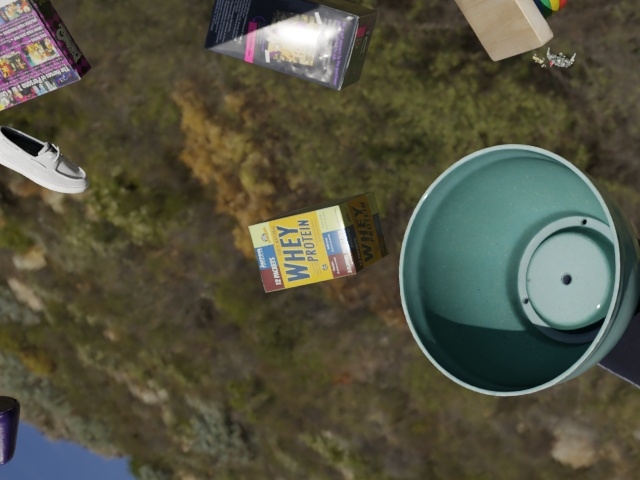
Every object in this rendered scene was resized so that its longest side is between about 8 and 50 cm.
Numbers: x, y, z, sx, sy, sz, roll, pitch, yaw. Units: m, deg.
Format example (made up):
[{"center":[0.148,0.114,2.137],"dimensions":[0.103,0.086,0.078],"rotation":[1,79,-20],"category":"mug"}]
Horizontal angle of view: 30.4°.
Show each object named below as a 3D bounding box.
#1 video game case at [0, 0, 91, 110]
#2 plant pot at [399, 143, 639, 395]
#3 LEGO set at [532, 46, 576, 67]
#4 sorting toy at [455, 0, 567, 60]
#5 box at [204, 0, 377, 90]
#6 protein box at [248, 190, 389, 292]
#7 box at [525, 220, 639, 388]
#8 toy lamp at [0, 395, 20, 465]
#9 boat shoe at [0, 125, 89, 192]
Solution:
[{"center":[-0.451,-0.277,1.573],"dimensions":[0.210,0.232,0.042],"rotation":[60,-147,-23],"category":"video game case"},{"center":[0.270,0.042,1.446],"dimensions":[0.196,0.293,0.293],"rotation":[8,-133,-52],"category":"plant pot"},{"center":[0.389,-0.296,1.959],"dimensions":[0.054,0.023,0.083],"rotation":[26,164,-16],"category":"LEGO set"},{"center":[0.279,-0.426,1.868],"dimensions":[0.255,0.089,0.257],"rotation":[57,174,-8],"category":"sorting toy"},{"center":[-0.052,-0.389,2.165],"dimensions":[0.270,0.143,0.165],"rotation":[19,-161,9],"category":"box"},{"center":[0.000,0.000,2.321],"dimensions":[0.201,0.199,0.136],"rotation":[-25,-78,-66],"category":"protein box"},{"center":[0.474,0.098,1.680],"dimensions":[0.312,0.179,0.343],"rotation":[19,-173,-35],"category":"box"},{"center":[-0.383,0.118,1.314],"dimensions":[0.080,0.080,0.275],"rotation":[-112,18,-79],"category":"toy lamp"},{"center":[-0.485,-0.145,2.058],"dimensions":[0.184,0.063,0.066],"rotation":[29,-140,-9],"category":"boat shoe"}]
